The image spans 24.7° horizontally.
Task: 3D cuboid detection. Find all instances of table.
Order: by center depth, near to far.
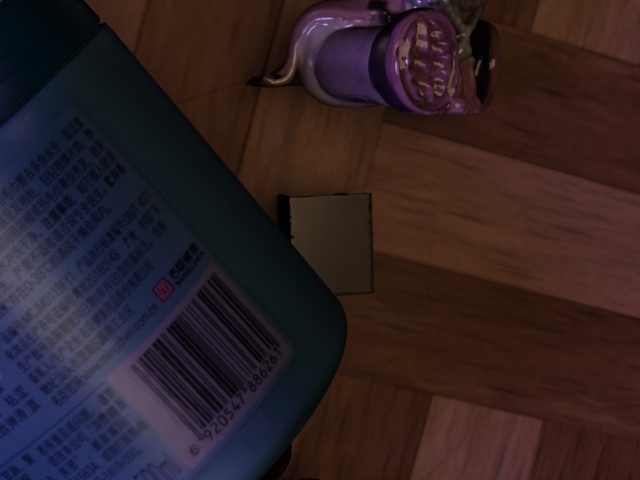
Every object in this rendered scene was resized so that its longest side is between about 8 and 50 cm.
[{"bbox_3d":[0.000,0.000,1.221,0.070,0.082,0.083,-4,97,-14],"label":"table"}]

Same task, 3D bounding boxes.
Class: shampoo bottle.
[{"bbox_3d":[-0.203,0.038,1.048,0.331,0.331,0.342,-43,104,-6],"label":"shampoo bottle"}]

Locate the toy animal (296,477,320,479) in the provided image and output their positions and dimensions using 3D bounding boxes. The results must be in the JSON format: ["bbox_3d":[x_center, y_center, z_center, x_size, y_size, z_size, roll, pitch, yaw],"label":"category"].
[{"bbox_3d":[-0.004,0.250,1.233,0.179,0.089,0.188,-35,131,-10],"label":"toy animal"}]

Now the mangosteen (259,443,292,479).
[{"bbox_3d":[-0.065,0.175,1.230,0.081,0.081,0.081,-1,96,-14],"label":"mangosteen"}]

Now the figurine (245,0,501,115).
[{"bbox_3d":[0.077,-0.270,1.137,0.211,0.253,0.361,15,100,1],"label":"figurine"}]
